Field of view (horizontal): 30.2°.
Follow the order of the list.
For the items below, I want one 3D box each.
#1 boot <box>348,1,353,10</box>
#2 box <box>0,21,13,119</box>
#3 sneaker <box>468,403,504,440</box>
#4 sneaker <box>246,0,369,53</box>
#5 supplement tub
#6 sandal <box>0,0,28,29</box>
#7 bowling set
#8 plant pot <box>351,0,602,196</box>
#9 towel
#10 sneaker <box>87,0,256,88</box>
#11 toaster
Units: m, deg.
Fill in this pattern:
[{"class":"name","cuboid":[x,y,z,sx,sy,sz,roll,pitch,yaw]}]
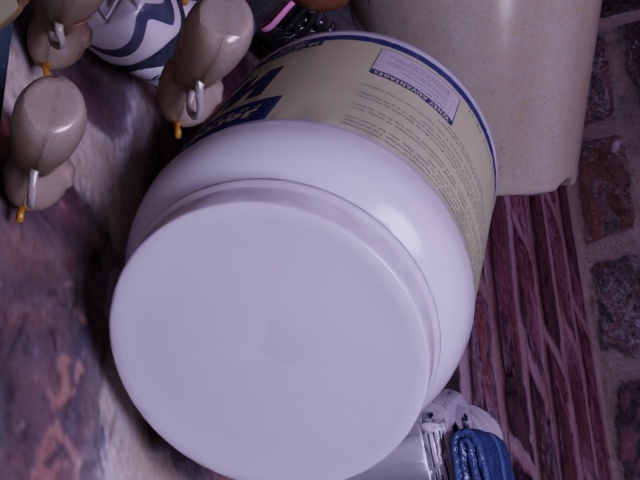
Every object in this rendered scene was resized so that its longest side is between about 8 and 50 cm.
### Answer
[{"class":"boot","cuboid":[0.082,-0.230,1.499,0.236,0.089,0.269,-32,107,-57]},{"class":"box","cuboid":[-0.222,-0.168,0.615,0.159,0.044,0.233,50,32,-53]},{"class":"sneaker","cuboid":[0.149,0.329,1.310,0.129,0.111,0.297,11,63,-51]},{"class":"sneaker","cuboid":[0.000,-0.191,1.119,0.147,0.104,0.296,51,9,15]},{"class":"supplement tub","cuboid":[0.000,0.000,0.849,0.325,0.236,0.235,-64,137,-62]},{"class":"sandal","cuboid":[-0.194,-0.166,0.538,0.180,0.072,0.049,48,12,-45]},{"class":"bowling set","cuboid":[-0.087,-0.139,0.720,0.154,0.200,0.286,139,-41,-66]},{"class":"plant pot","cuboid":[0.169,-0.209,1.306,0.334,0.334,0.305,-32,122,-71]},{"class":"towel","cuboid":[0.137,0.188,0.975,0.119,0.029,0.067,29,49,-66]},{"class":"sneaker","cuboid":[-0.110,-0.209,0.897,0.153,0.094,0.234,51,31,-55]},{"class":"toaster","cuboid":[0.062,0.217,1.020,0.129,0.147,0.226,-7,84,-72]}]
